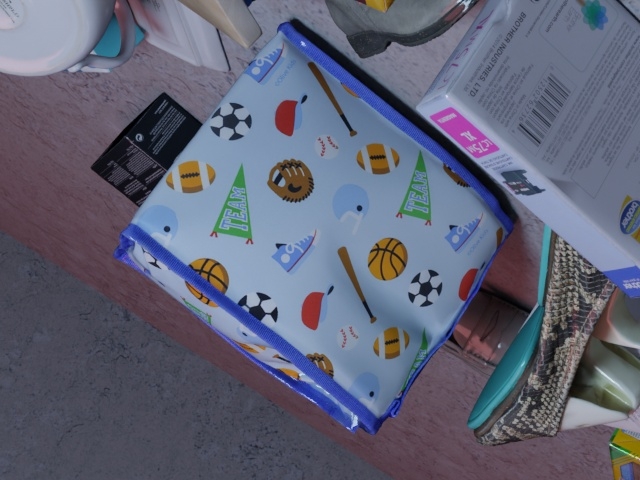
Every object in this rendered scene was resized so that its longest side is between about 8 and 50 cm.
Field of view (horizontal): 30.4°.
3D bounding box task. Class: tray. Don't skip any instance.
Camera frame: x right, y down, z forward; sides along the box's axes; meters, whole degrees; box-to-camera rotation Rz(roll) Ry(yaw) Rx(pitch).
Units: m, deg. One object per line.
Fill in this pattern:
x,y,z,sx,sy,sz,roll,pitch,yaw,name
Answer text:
-0.203,-0.307,1.473,0.145,0.030,0.270,29,160,20,tray

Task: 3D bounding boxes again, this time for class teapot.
-0.333,-0.324,1.351,0.252,0.187,0.256,17,140,-1,teapot

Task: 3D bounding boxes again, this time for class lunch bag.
0.000,0.000,1.410,0.385,0.328,0.239,36,167,-5,lunch bag

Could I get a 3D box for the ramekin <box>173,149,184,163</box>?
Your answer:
-0.124,-0.066,1.685,0.207,0.109,0.207,54,176,6,ramekin

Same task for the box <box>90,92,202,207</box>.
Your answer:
-0.245,-0.116,1.892,0.184,0.103,0.261,43,160,-13,box

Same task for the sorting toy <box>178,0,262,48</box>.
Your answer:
-0.163,-0.347,1.152,0.257,0.089,0.255,40,171,39,sorting toy

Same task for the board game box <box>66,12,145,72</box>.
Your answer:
-0.415,-0.373,1.548,0.253,0.079,0.336,11,144,50,board game box

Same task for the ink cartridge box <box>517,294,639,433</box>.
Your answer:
0.405,0.146,1.411,0.198,0.115,0.272,46,158,-28,ink cartridge box

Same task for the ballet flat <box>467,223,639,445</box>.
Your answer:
0.287,0.088,1.240,0.182,0.164,0.483,22,135,12,ballet flat

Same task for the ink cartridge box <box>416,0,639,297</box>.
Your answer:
0.248,-0.086,1.005,0.311,0.186,0.065,38,158,-12,ink cartridge box

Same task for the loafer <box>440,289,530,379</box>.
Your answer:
0.231,0.131,1.673,0.319,0.112,0.111,18,163,42,loafer

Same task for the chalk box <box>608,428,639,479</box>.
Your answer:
0.484,0.292,1.603,0.132,0.132,0.213,24,157,28,chalk box

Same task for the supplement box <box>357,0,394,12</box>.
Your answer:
-0.003,-0.321,0.949,0.194,0.129,0.191,27,159,22,supplement box

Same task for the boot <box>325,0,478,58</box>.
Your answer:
0.050,-0.261,1.093,0.161,0.083,0.246,48,157,-18,boot
